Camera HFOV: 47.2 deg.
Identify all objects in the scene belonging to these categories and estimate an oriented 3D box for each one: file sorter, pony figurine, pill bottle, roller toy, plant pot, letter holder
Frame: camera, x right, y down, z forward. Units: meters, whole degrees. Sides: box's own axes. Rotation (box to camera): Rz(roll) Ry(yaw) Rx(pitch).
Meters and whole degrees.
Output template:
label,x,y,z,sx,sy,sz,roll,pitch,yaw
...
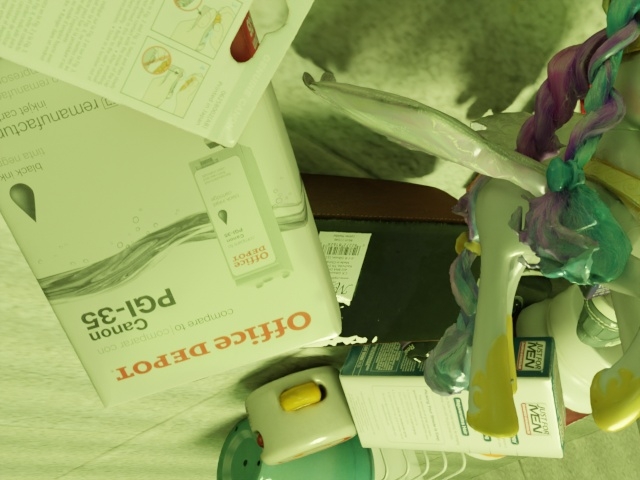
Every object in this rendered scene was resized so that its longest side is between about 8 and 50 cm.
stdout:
label,x,y,z,sx,sy,sz,roll,pitch,yaw
file sorter,0.174,0.492,1.733,0.278,0.192,0.173,9,140,-39
pony figurine,0.179,-0.028,0.612,0.303,0.363,0.351,-4,-168,-36
pill bottle,0.404,0.246,1.374,0.224,0.224,0.392,3,146,-32
roller toy,-0.038,0.315,1.345,0.191,0.146,0.209,-30,160,28
plant pot,-0.068,0.492,1.555,0.255,0.271,0.272,25,133,-31
letter holder,0.000,0.000,0.829,0.302,0.214,0.152,1,115,-29

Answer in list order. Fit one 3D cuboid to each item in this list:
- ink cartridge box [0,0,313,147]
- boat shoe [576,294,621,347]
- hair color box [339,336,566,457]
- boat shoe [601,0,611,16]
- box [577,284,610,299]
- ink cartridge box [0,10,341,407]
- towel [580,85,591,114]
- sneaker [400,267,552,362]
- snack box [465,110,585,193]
label,x,y,z,sx,sy,sz,roll,pitch,yaw
ink cartridge box,-0.115,-0.178,0.417,0.232,0.066,0.189,17,114,-38
boat shoe,0.531,0.098,1.231,0.319,0.116,0.099,-15,139,-42
hair color box,0.224,0.261,1.238,0.347,0.105,0.173,-4,121,24
boat shoe,0.268,-0.242,0.568,0.103,0.113,0.302,-46,144,9
box,0.446,-0.018,1.045,0.153,0.108,0.207,-16,152,0
ink cartridge box,-0.118,-0.035,0.565,0.207,0.117,0.283,-18,116,1
towel,0.412,-0.197,0.788,0.275,0.031,0.199,-25,151,15
sneaker,0.255,0.132,1.196,0.283,0.124,0.107,-10,151,-11
snack box,0.241,-0.093,0.865,0.064,0.022,0.178,11,148,-14
